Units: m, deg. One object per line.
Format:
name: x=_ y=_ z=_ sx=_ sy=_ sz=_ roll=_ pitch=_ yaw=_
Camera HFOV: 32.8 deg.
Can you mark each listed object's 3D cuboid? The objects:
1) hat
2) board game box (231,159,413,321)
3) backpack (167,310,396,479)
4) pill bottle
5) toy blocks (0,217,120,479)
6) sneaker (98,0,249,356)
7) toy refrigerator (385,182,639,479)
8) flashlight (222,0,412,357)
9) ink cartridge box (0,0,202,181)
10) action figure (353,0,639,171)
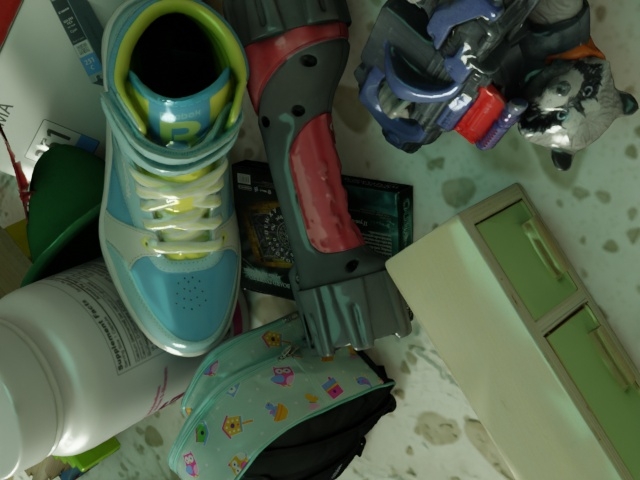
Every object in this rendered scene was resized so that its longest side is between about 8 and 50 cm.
hat: x=-0.271 y=-0.070 z=1.068 sx=0.183 sy=0.173 sz=0.208 roll=49 pitch=135 yaw=7
board game box: x=0.000 y=0.000 z=0.989 sx=0.186 sy=0.026 sz=0.126 roll=12 pitch=114 yaw=35
backpack: x=-0.046 y=0.162 z=0.978 sx=0.144 sy=0.188 sz=0.166 roll=45 pitch=129 yaw=17
pill bottle: x=-0.214 y=0.103 z=1.026 sx=0.160 sy=0.283 sz=0.160 roll=15 pitch=115 yaw=34
toy blocks: x=-0.367 y=0.148 z=1.259 sx=0.381 sy=0.190 sz=0.261 roll=47 pitch=140 yaw=16
sneaker: x=-0.118 y=-0.046 z=0.874 sx=0.208 sy=0.127 sz=0.319 roll=-154 pitch=55 yaw=-75
toy refrigerator: x=0.175 y=0.097 z=0.837 sx=0.094 sy=0.102 sz=0.270 roll=-37 pitch=82 yaw=41
flashlight: x=0.005 y=-0.063 z=0.892 sx=0.103 sy=0.103 sz=0.304 roll=160 pitch=94 yaw=-80
ink cartridge box: x=-0.285 y=-0.193 z=1.018 sx=0.261 sy=0.066 sz=0.296 roll=22 pitch=131 yaw=-20
action figure: x=0.104 y=-0.203 z=0.726 sx=0.330 sy=0.178 sz=0.341 roll=57 pitch=166 yaw=-1
